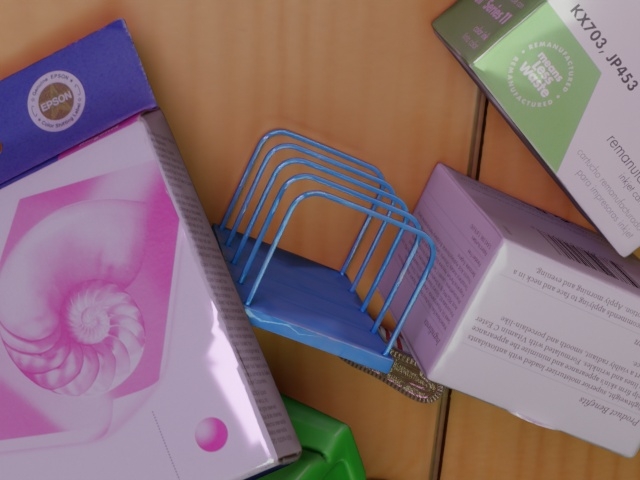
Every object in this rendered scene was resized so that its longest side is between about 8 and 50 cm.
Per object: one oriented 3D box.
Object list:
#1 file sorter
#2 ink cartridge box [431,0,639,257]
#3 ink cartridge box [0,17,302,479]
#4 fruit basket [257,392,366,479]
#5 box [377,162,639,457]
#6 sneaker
[{"bbox_3d":[0.000,0.000,0.969,0.118,0.170,0.104,21,105,-17],"label":"file sorter"},{"bbox_3d":[0.286,-0.184,0.969,0.353,0.119,0.207,-40,113,8],"label":"ink cartridge box"},{"bbox_3d":[-0.222,0.056,0.891,0.324,0.071,0.330,-26,80,10],"label":"ink cartridge box"},{"bbox_3d":[-0.133,0.300,1.063,0.392,0.283,0.392,20,130,26],"label":"fruit basket"},{"bbox_3d":[0.159,0.049,1.010,0.181,0.182,0.119,22,105,-18],"label":"box"},{"bbox_3d":[0.055,0.086,1.089,0.118,0.067,0.042,35,107,10],"label":"sneaker"}]
